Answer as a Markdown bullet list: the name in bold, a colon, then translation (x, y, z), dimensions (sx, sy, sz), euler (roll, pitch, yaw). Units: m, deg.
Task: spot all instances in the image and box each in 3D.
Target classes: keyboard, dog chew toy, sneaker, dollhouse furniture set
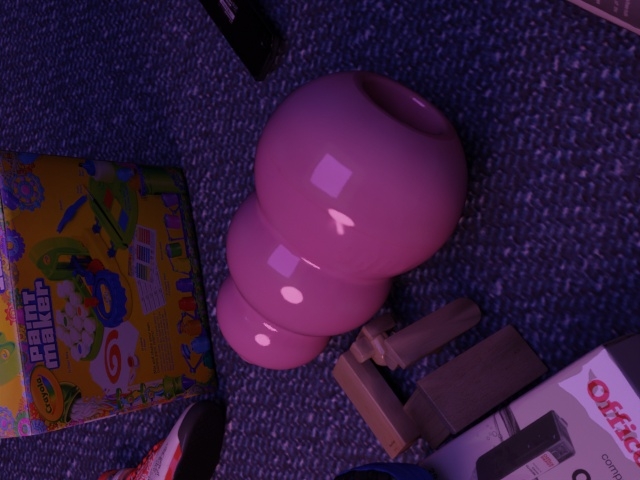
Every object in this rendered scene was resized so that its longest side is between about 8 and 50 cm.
- **keyboard**: translation (-0.095, -0.291, 0.960), dimensions (0.192, 0.038, 0.100), euler (56, 141, 19)
- **dog chew toy**: translation (0.000, 0.000, 0.799), dimensions (0.206, 0.206, 0.332), euler (46, 121, 24)
- **sneaker**: translation (-0.219, 0.303, 1.004), dimensions (0.145, 0.090, 0.270), euler (22, 105, 29)
- **dollhouse furniture set**: translation (0.115, 0.134, 0.820), dimensions (0.144, 0.123, 0.151), euler (53, 151, 21)

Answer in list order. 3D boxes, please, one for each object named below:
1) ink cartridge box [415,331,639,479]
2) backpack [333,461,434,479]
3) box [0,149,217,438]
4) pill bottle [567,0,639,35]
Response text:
- **ink cartridge box**: translation (0.214, 0.236, 0.701), dimensions (0.273, 0.114, 0.197), euler (-42, 68, 26)
- **backpack**: translation (0.058, 0.250, 0.679), dimensions (0.098, 0.101, 0.120), euler (-16, 77, 33)
- **box**: translation (-0.296, 0.064, 0.940), dimensions (0.177, 0.279, 0.290), euler (-13, 82, 33)
- **pill bottle**: translation (0.307, -0.221, 0.610), dimensions (0.278, 0.162, 0.162), euler (38, 110, 27)
